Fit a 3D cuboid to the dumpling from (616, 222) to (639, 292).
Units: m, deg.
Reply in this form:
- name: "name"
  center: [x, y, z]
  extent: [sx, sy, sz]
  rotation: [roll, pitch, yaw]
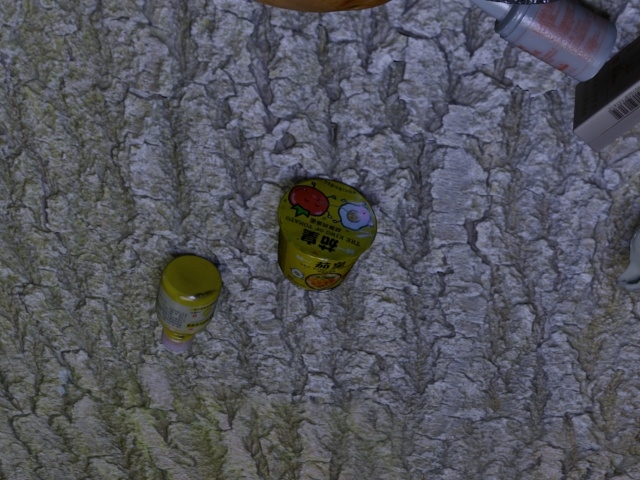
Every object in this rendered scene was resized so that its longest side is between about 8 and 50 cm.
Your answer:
- name: "dumpling"
  center: [0.629, 0.015, 1.798]
  extent: [0.258, 0.147, 0.193]
  rotation: [-41, 155, 26]

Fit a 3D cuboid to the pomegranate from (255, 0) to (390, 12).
- name: "pomegranate"
  center: [0.007, -0.480, 1.294]
  extent: [0.412, 0.411, 0.411]
  rotation: [6, 134, 7]

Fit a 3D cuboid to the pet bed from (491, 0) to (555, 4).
- name: "pet bed"
  center: [0.294, -0.416, 1.402]
  extent: [0.183, 0.210, 0.159]
  rotation: [-17, 125, 22]

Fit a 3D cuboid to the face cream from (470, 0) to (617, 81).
- name: "face cream"
  center: [0.314, -0.336, 1.552]
  extent: [0.252, 0.101, 0.101]
  rotation: [25, 133, -12]

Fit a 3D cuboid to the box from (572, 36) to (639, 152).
- name: "box"
  center: [0.479, -0.241, 1.579]
  extent: [0.058, 0.141, 0.201]
  rotation: [37, 128, -15]

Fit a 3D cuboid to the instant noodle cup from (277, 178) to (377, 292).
- name: "instant noodle cup"
  center: [0.000, 0.000, 1.902]
  extent: [0.182, 0.182, 0.144]
  rotation: [15, 144, -2]

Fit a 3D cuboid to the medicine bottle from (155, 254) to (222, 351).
- name: "medicine bottle"
  center: [-0.278, 0.140, 2.121]
  extent: [0.122, 0.121, 0.212]
  rotation: [17, 134, -4]
